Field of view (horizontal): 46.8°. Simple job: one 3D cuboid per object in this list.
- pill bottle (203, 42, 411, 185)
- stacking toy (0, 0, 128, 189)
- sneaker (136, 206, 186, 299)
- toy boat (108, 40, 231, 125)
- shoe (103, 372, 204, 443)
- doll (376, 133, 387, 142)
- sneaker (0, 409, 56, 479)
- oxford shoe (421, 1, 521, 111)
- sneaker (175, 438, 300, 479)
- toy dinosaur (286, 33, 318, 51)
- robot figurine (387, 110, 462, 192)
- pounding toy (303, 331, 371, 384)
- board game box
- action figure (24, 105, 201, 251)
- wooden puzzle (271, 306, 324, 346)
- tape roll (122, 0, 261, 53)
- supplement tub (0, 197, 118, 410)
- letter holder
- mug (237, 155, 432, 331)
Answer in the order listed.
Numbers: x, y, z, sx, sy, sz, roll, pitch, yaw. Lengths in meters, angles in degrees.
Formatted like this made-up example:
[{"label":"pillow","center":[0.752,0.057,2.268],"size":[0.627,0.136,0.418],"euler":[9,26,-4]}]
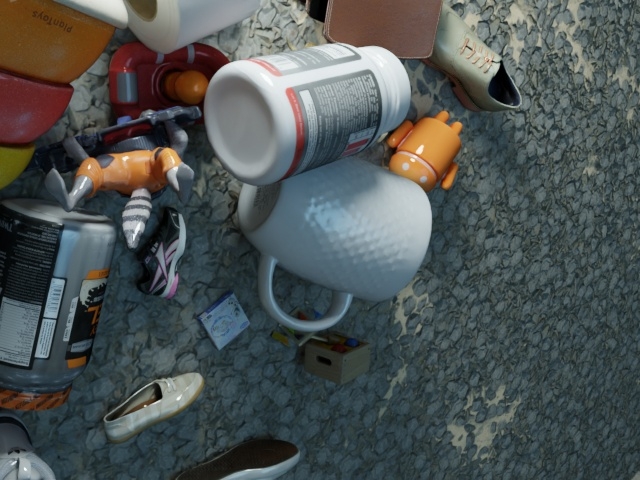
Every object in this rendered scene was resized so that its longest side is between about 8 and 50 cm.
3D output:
[{"label":"pill bottle","center":[-0.010,-0.239,1.325],"size":[0.363,0.210,0.210],"euler":[-24,117,-43]},{"label":"stacking toy","center":[-0.503,-0.180,1.019],"size":[0.351,0.351,0.479],"euler":[15,101,-41]},{"label":"sneaker","center":[-0.304,0.024,1.398],"size":[0.077,0.072,0.178],"euler":[6,93,-30]},{"label":"toy boat","center":[-0.246,-0.272,1.300],"size":[0.231,0.151,0.150],"euler":[-12,110,-36]},{"label":"shoe","center":[-0.327,0.319,1.459],"size":[0.219,0.077,0.058],"euler":[-30,125,-27]},{"label":"doll","center":[0.073,-0.272,1.603],"size":[0.046,0.129,0.189],"euler":[-35,144,30]},{"label":"sneaker","center":[-0.536,0.491,1.249],"size":[0.137,0.210,0.365],"euler":[-1,104,-39]},{"label":"oxford shoe","center":[0.349,-0.443,1.739],"size":[0.397,0.147,0.140],"euler":[33,82,-40]},{"label":"sneaker","center":[-0.180,0.532,1.636],"size":[0.290,0.106,0.123],"euler":[-13,118,-26]},{"label":"toy dinosaur","center":[-0.023,-0.367,1.534],"size":[0.183,0.053,0.092],"euler":[2,86,-47]},{"label":"robot figurine","center":[0.247,-0.199,1.741],"size":[0.219,0.128,0.158],"euler":[-54,136,-14]},{"label":"pounding toy","center":[0.022,0.254,1.704],"size":[0.130,0.141,0.100],"euler":[-14,112,-51]},{"label":"board game box","center":[-0.202,0.168,1.554],"size":[0.090,0.020,0.090],"euler":[-40,124,-24]},{"label":"action figure","center":[-0.341,-0.096,1.194],"size":[0.342,0.330,0.178],"euler":[-17,105,-2]},{"label":"wooden puzzle","center":[-0.048,0.193,1.662],"size":[0.116,0.079,0.014],"euler":[-48,169,-25]},{"label":"tape roll","center":[-0.232,-0.447,1.199],"size":[0.169,0.246,0.246],"euler":[-35,122,-28]},{"label":"supplement tub","center":[-0.457,0.101,1.208],"size":[0.194,0.194,0.315],"euler":[9,100,-41]},{"label":"letter holder","center":[0.094,-0.490,1.518],"size":[0.302,0.152,0.214],"euler":[-3,107,-39]},{"label":"mug","center":[0.000,0.000,1.496],"size":[0.328,0.276,0.374],"euler":[19,84,-32]}]
